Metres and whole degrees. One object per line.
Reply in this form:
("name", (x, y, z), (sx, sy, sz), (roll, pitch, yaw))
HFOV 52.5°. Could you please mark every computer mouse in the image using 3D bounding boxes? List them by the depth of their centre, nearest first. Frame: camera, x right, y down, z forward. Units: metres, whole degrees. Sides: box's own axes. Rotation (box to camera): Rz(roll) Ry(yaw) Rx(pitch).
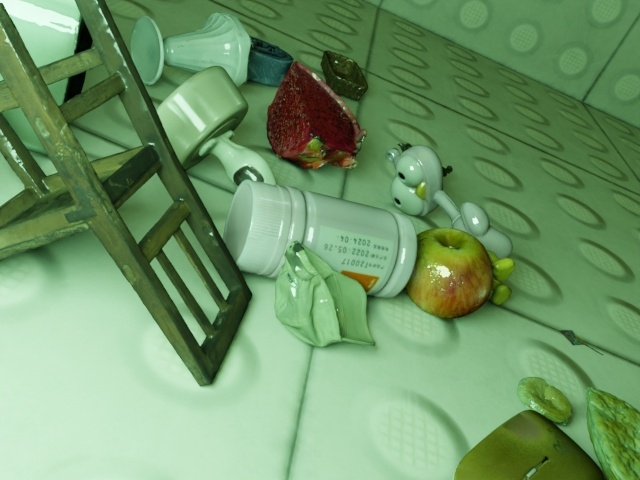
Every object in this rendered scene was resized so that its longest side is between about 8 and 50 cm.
("computer mouse", (0.249, 0.274, 0.760), (0.245, 0.056, 0.126), (-12, 46, -45))

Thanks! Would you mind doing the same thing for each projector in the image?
("projector", (-0.454, -0.288, 0.895), (0.249, 0.248, 0.248), (15, 32, -20))

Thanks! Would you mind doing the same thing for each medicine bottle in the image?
("medicine bottle", (0.000, 0.000, 0.913), (0.250, 0.133, 0.133), (13, 33, -24))

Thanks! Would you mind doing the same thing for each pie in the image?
("pie", (0.403, 0.299, 0.752), (0.257, 0.105, 0.274), (30, 25, -30))
("pie", (0.317, 0.226, 0.917), (0.084, 0.020, 0.084), (19, 29, -11))

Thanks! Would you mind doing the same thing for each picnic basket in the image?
("picnic basket", (0.057, -0.432, 1.704), (0.110, 0.054, 0.193), (16, 31, -19))

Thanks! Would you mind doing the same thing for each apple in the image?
("apple", (0.194, 0.054, 0.996), (0.147, 0.146, 0.146), (19, 31, -12))

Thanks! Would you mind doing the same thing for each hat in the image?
("hat", (0.006, 0.080, 0.841), (0.166, 0.081, 0.122), (22, 49, -42))

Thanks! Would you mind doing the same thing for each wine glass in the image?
("wine glass", (-0.257, -0.374, 1.277), (0.197, 0.164, 0.165), (-9, 45, -40))

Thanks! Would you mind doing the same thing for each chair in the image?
("chair", (-0.284, -0.034, 0.725), (0.241, 0.416, 0.203), (-15, 24, 18))

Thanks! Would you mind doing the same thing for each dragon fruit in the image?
("dragon fruit", (-0.006, -0.201, 1.247), (0.161, 0.126, 0.274), (20, 39, -31))

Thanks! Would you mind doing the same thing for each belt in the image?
("belt", (-0.159, -0.426, 1.502), (0.190, 0.082, 0.141), (12, 28, -26))

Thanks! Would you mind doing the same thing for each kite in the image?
("kite", (0.445, 0.176, 1.110), (0.078, 0.002, 0.044), (41, 33, 25))

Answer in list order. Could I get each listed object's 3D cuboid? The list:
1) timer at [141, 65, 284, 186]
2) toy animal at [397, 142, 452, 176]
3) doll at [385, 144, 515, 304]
("timer", (-0.128, -0.120, 1.024), (0.266, 0.175, 0.175), (46, 31, -3))
("toy animal", (0.225, -0.179, 1.450), (0.136, 0.047, 0.065), (43, 42, 17))
("doll", (0.225, -0.052, 1.157), (0.094, 0.160, 0.365), (-30, 54, -11))
